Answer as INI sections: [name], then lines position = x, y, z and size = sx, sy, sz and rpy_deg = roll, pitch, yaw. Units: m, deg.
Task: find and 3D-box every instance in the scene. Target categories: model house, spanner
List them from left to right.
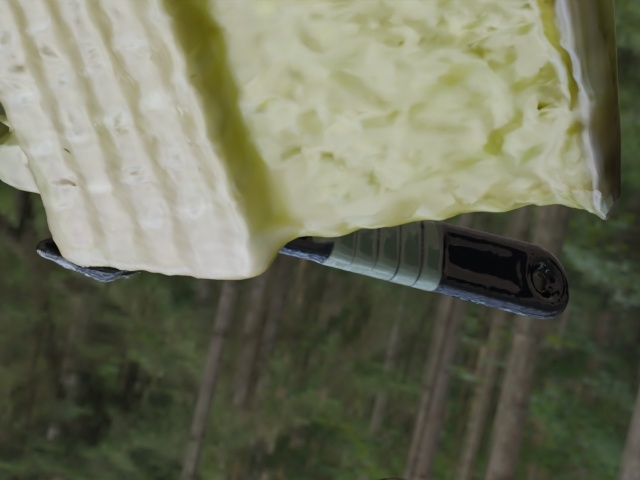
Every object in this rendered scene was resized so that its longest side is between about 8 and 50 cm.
[model house]
position = -0.026, -0.095, 0.564
size = 0.234, 0.193, 0.175
rpy_deg = -15, -150, 9
[spanner]
position = 0.000, 0.000, 0.758
size = 0.315, 0.087, 0.024
rpy_deg = 14, 146, -35

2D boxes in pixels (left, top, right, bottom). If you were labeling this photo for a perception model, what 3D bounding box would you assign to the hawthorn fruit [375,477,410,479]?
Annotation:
[hawthorn fruit]
position = 0.056, 0.228, 1.127
size = 0.128, 0.128, 0.128
rpy_deg = 13, -173, -2
